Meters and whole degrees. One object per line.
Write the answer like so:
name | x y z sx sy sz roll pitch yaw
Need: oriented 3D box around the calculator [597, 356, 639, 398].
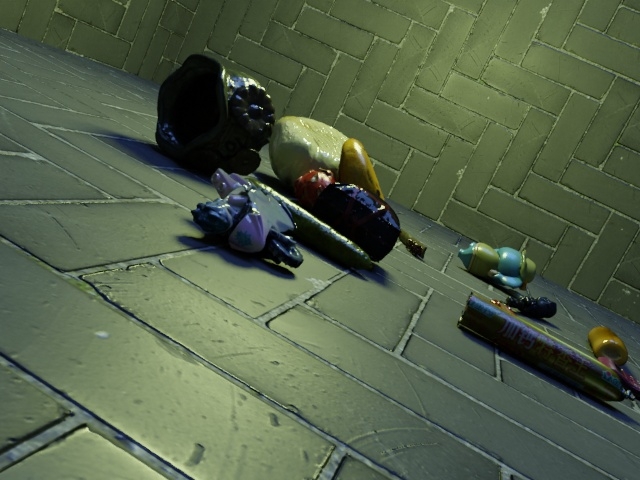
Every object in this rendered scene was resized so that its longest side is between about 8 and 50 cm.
calculator | 0.748 0.347 1.444 0.190 0.034 0.126 35 12 16

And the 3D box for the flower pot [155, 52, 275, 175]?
flower pot | -0.267 -0.314 1.582 0.301 0.302 0.213 33 12 35

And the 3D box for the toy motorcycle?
toy motorcycle | -0.144 -0.052 1.045 0.204 0.108 0.239 14 16 -48

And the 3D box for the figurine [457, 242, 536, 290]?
figurine | 0.626 0.077 2.146 0.262 0.154 0.180 27 14 20

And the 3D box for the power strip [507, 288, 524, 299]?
power strip | 0.682 0.192 2.090 0.040 0.016 0.090 20 11 -29

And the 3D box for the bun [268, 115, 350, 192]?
bun | -0.020 -0.257 2.030 0.365 0.219 0.365 27 26 -15

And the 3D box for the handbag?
handbag | 0.082 -0.046 1.423 0.215 0.155 0.169 34 4 4

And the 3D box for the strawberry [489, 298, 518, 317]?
strawberry | 0.441 0.194 1.430 0.103 0.048 0.152 28 24 -31

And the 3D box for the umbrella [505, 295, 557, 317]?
umbrella | 0.623 0.192 1.824 0.248 0.071 0.071 13 16 -37

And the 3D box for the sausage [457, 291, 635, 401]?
sausage | 0.453 0.226 1.223 0.371 0.082 0.082 29 11 11

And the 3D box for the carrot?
carrot | -0.038 -0.034 1.329 0.358 0.074 0.074 30 11 16

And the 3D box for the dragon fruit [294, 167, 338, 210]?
dragon fruit | -0.002 -0.146 1.796 0.166 0.133 0.136 33 6 42

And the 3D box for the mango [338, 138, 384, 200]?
mango | 0.115 -0.156 1.828 0.177 0.120 0.295 -117 -175 -81

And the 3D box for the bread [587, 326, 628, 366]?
bread | 0.828 0.299 1.760 0.092 0.074 0.239 24 9 16

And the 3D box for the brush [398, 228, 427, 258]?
brush | 0.292 0.005 2.004 0.036 0.043 0.248 16 12 -14
